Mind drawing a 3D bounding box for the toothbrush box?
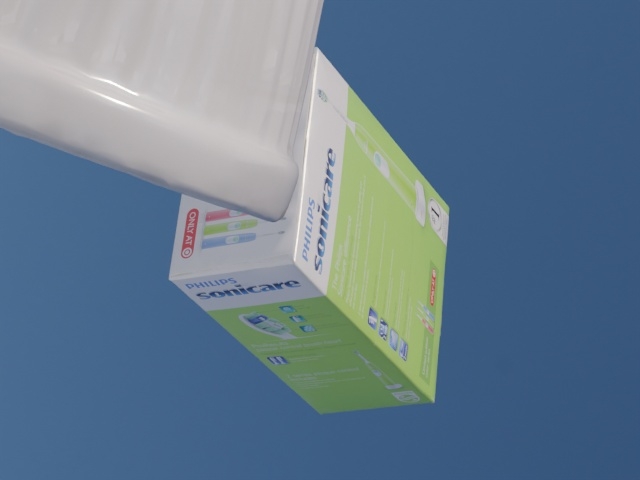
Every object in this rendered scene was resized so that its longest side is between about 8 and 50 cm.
[{"bbox_3d":[0.000,0.000,1.583,0.122,0.283,0.206,-8,-121,25],"label":"toothbrush box"}]

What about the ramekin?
[{"bbox_3d":[-0.120,-0.112,0.728,0.273,0.273,0.127,23,-87,56],"label":"ramekin"}]
